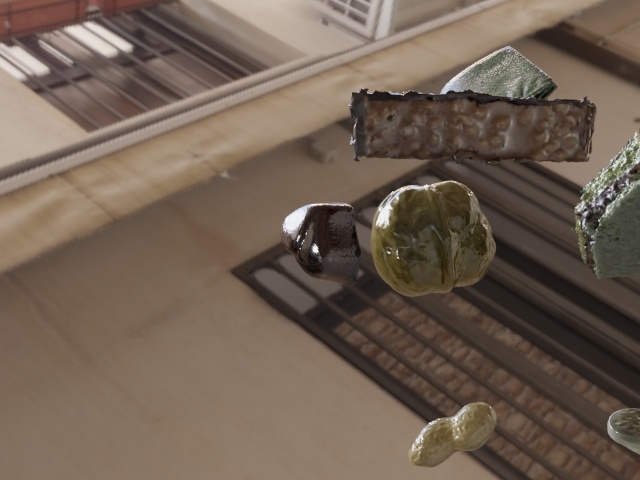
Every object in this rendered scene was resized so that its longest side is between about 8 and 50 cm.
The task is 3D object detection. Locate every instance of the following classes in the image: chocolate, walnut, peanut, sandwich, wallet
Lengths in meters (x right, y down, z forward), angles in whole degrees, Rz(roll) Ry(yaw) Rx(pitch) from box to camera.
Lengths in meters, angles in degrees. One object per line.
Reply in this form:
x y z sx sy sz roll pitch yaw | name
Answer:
0.203 -0.155 1.090 0.065 0.329 0.102 -60 -27 -78 | chocolate
0.267 -0.007 1.923 0.282 0.253 0.277 -20 -77 -32 | walnut
0.250 0.372 1.515 0.187 0.082 0.082 -25 -28 5 | peanut
0.000 0.000 1.244 0.080 0.149 0.125 -4 -42 -40 | chocolate
0.699 -0.052 1.738 0.262 0.131 0.325 25 -62 -28 | sandwich
0.303 -0.253 1.380 0.160 0.236 0.055 -38 -62 13 | wallet

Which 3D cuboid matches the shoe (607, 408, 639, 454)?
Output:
0.831 0.520 1.940 0.124 0.316 0.159 -78 1 -60 | shoe
